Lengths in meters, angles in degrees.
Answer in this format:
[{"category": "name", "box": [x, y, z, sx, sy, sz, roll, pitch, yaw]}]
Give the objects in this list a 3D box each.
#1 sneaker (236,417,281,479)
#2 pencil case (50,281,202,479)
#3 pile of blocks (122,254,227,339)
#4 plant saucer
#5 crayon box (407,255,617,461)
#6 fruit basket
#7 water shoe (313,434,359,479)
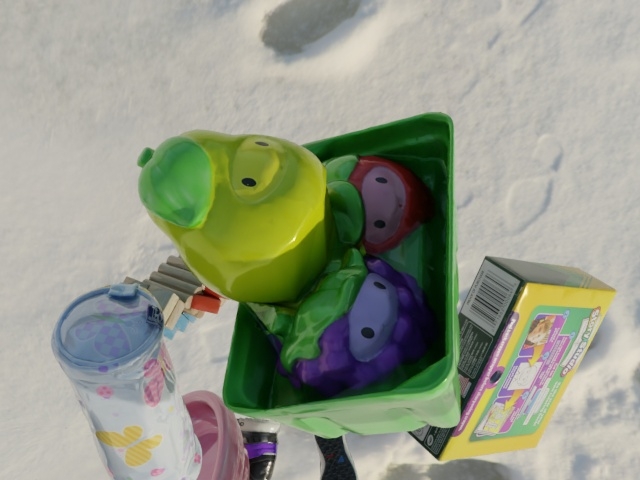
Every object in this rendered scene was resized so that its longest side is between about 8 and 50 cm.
[{"category": "sneaker", "box": [-0.195, 0.409, 1.391, 0.102, 0.293, 0.146, 20, 62, -44]}, {"category": "pencil case", "box": [-0.204, 0.175, 0.834, 0.113, 0.273, 0.124, -7, 40, -3]}, {"category": "pile of blocks", "box": [-0.167, 0.076, 1.153, 0.112, 0.149, 0.362, 17, 34, 24]}, {"category": "plant saucer", "box": [-0.217, 0.395, 1.152, 0.084, 0.332, 0.332, 35, 67, -26]}, {"category": "crayon box", "box": [0.357, 0.220, 1.406, 0.313, 0.106, 0.363, 7, 111, -42]}, {"category": "fruit basket", "box": [0.000, 0.000, 0.810, 0.282, 0.392, 0.392, -11, 77, 23]}, {"category": "water shoe", "box": [0.035, 0.418, 1.363, 0.072, 0.080, 0.203, -14, 50, 6]}]
